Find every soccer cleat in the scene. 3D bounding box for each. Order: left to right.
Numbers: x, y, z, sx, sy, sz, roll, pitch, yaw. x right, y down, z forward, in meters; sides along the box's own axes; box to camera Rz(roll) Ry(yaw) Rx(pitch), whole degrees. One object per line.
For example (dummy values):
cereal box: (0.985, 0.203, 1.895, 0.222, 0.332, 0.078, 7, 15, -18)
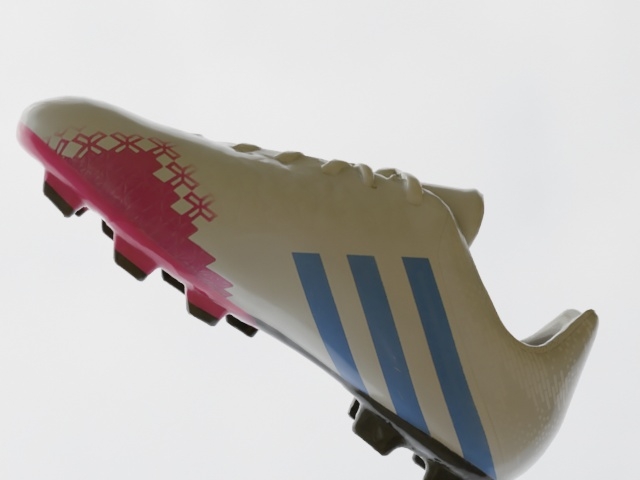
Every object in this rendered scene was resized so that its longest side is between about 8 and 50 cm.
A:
soccer cleat: (0.000, 0.000, 0.731, 0.331, 0.116, 0.143, 36, -90, -7)
